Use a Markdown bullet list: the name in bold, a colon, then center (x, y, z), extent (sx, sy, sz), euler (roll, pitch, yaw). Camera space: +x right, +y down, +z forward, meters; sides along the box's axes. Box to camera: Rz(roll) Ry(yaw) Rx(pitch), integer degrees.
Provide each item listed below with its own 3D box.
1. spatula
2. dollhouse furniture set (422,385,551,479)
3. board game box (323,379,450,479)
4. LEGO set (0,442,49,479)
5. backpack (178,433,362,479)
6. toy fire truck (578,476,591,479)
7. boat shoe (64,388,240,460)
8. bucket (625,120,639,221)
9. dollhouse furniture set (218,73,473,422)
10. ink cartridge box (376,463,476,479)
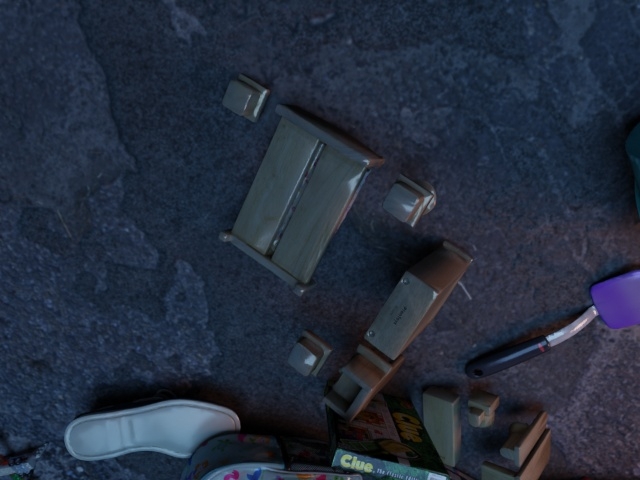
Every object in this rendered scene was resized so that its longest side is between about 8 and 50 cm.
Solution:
- **spatula**: center (0.338, 0.128, 0.900), extent (0.296, 0.030, 0.084), euler (-29, 106, 14)
- **dollhouse furniture set**: center (0.253, 0.281, 0.967), extent (0.151, 0.123, 0.144), euler (11, 116, 37)
- **board game box**: center (0.076, 0.248, 0.844), extent (0.136, 0.260, 0.030), euler (17, 94, -4)
- **LEGO set**: center (-0.555, 0.378, 1.056), extent (0.244, 0.060, 0.183), euler (24, 123, -4)
- **backpack**: center (-0.082, 0.399, 0.912), extent (0.253, 0.191, 0.225), euler (15, 98, -14)
- **toy fire truck**: center (0.429, 0.480, 1.023), extent (0.135, 0.047, 0.192), euler (-38, 107, 12)
- **boat shoe**: center (-0.247, 0.279, 0.966), extent (0.254, 0.079, 0.095), euler (-9, 95, -2)
- **bucket**: center (0.483, -0.071, 0.692), extent (0.281, 0.281, 0.183), euler (-27, 106, 13)
- **dollhouse furniture set**: center (0.000, 0.000, 0.861), extent (0.355, 0.173, 0.303), euler (35, 113, 16)
- **ink cartridge box**: center (0.177, 0.420, 1.001), extent (0.175, 0.072, 0.127), euler (30, 111, -9)
